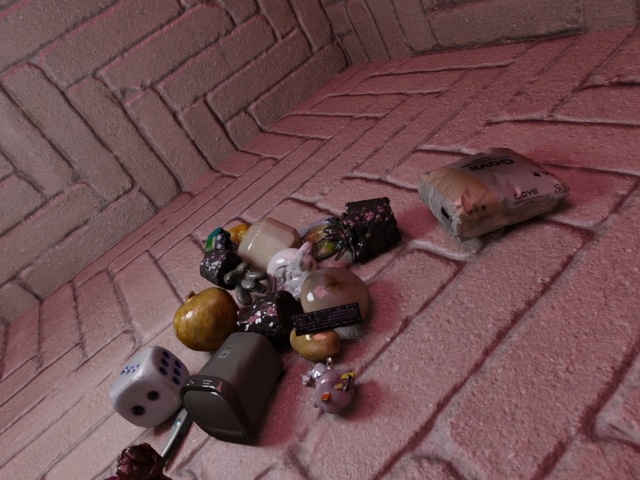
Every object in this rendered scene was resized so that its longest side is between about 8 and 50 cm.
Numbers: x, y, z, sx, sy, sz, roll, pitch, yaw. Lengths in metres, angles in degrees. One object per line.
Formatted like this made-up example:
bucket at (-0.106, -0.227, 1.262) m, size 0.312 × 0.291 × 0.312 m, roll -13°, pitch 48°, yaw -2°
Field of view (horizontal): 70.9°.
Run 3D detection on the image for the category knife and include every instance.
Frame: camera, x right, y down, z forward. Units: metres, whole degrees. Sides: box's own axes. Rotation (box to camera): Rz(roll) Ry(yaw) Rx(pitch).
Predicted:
knife at (-0.073, -0.039, 1.998) m, size 0.331 × 0.044 × 0.080 m, roll -18°, pitch 36°, yaw 34°

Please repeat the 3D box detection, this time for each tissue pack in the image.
tissue pack at (0.539, -0.164, 1.476) m, size 0.376 × 0.195 × 0.390 m, roll -20°, pitch 30°, yaw -3°

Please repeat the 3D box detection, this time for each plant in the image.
plant at (-0.311, 0.123, 1.634) m, size 0.275 × 0.149 × 0.146 m, roll 25°, pitch 92°, yaw 34°
plant at (-0.174, 0.271, 1.497) m, size 0.234 × 0.178 × 0.204 m, roll -20°, pitch 36°, yaw 27°
plant at (0.145, -0.042, 1.640) m, size 0.276 × 0.188 × 0.199 m, roll -21°, pitch 38°, yaw 14°

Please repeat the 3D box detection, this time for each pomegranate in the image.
pomegranate at (-0.416, 0.284, 1.650) m, size 0.248 × 0.248 × 0.248 m, roll -23°, pitch 32°, yaw 15°

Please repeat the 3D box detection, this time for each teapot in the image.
teapot at (-0.096, 0.121, 1.599) m, size 0.204 × 0.298 × 0.139 m, roll 29°, pitch 26°, yaw 13°

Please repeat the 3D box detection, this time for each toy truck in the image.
toy truck at (-0.458, 0.066, 2.052) m, size 0.124 × 0.114 × 0.253 m, roll -14°, pitch 60°, yaw 30°

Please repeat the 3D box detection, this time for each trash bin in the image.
trash bin at (-0.247, 0.422, 1.331) m, size 0.220 × 0.219 × 0.250 m, roll -7°, pitch 32°, yaw 34°

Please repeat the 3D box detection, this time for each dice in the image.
dice at (-0.564, 0.486, 1.503) m, size 0.192 × 0.194 × 0.193 m, roll -40°, pitch 19°, yaw 4°

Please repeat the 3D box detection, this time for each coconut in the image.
coconut at (-0.181, 0.043, 1.789) m, size 0.237 × 0.266 × 0.237 m, roll -63°, pitch -4°, yaw -8°

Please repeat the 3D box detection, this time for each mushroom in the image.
mushroom at (0.044, 0.187, 1.426) m, size 0.226 × 0.227 × 0.178 m, roll -108°, pitch 34°, yaw -59°

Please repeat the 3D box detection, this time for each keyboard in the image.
keyboard at (0.020, 0.229, 1.305) m, size 0.198 × 0.063 × 0.010 m, roll -11°, pitch -11°, yaw -6°

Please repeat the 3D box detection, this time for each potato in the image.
potato at (-0.018, 0.308, 1.359) m, size 0.178 × 0.118 × 0.109 m, roll -4°, pitch 59°, yaw 44°

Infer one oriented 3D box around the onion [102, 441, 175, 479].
onion at (-0.382, 0.619, 0.947) m, size 0.398 × 0.398 × 0.420 m, roll 25°, pitch 97°, yaw 55°

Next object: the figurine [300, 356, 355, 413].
figurine at (0.025, 0.393, 1.215) m, size 0.137 × 0.112 × 0.229 m, roll -33°, pitch 16°, yaw -17°

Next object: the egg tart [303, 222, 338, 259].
egg tart at (0.000, 0.000, 1.830) m, size 0.197 × 0.078 × 0.197 m, roll -25°, pitch 31°, yaw 17°

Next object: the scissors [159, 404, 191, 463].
scissors at (-0.440, 0.579, 1.432) m, size 0.138 × 0.041 × 0.289 m, roll -15°, pitch 31°, yaw 29°

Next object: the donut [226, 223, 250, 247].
donut at (-0.413, -0.007, 2.214) m, size 0.259 × 0.101 × 0.152 m, roll -24°, pitch 25°, yaw 21°
